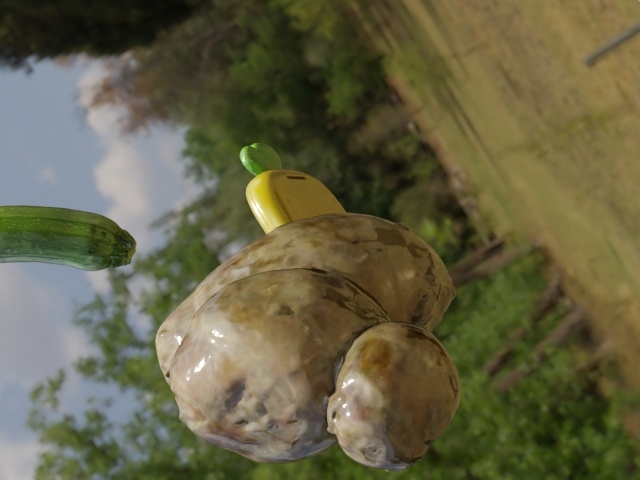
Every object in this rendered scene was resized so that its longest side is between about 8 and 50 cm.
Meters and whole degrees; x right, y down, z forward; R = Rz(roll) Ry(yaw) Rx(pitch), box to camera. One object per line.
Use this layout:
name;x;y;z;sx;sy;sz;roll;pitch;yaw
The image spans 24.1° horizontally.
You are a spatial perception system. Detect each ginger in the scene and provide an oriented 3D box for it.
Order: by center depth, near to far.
ginger;-0.008;0.084;1.136;0.304;0.245;0.155;-98;2;-70

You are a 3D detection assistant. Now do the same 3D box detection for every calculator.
calculator;0.000;0.000;1.388;0.235;0.032;0.146;56;-158;14

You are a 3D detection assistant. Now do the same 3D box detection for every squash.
squash;-0.332;-0.003;1.812;0.068;0.219;0.077;-88;4;-85
